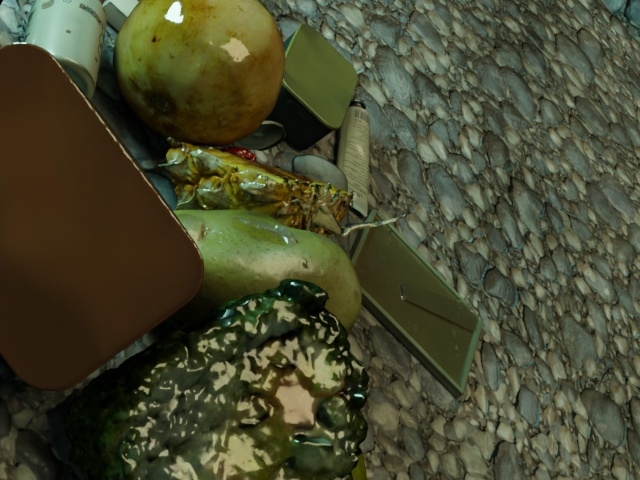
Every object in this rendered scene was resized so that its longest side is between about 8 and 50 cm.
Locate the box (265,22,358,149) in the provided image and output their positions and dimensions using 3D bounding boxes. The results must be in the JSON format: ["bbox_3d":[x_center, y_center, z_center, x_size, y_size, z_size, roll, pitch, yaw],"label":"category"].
[{"bbox_3d":[-0.029,-0.256,2.300,0.144,0.090,0.201,42,36,-19],"label":"box"}]

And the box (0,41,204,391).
[{"bbox_3d":[-0.308,-0.026,1.569,0.339,0.239,0.229,53,-1,-2],"label":"box"}]

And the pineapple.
[{"bbox_3d":[-0.066,-0.028,1.964,0.334,0.158,0.161,18,90,-38],"label":"pineapple"}]

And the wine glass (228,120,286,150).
[{"bbox_3d":[-0.120,-0.237,2.161,0.122,0.122,0.183,13,56,-45],"label":"wine glass"}]

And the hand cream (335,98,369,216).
[{"bbox_3d":[0.058,-0.148,2.360,0.080,0.050,0.234,32,45,-31],"label":"hand cream"}]

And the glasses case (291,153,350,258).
[{"bbox_3d":[0.000,0.000,2.140,0.114,0.060,0.299,33,39,-33],"label":"glasses case"}]

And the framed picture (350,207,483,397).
[{"bbox_3d":[0.159,0.100,2.287,0.289,0.020,0.211,45,35,-14],"label":"framed picture"}]

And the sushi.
[{"bbox_3d":[-0.106,0.234,1.605,0.352,0.178,0.294,-32,96,-27],"label":"sushi"}]

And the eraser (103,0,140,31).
[{"bbox_3d":[-0.254,-0.376,2.173,0.157,0.038,0.230,41,36,-20],"label":"eraser"}]

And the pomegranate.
[{"bbox_3d":[-0.170,-0.275,1.999,0.252,0.229,0.270,25,48,1],"label":"pomegranate"}]

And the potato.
[{"bbox_3d":[-0.111,0.058,1.822,0.351,0.218,0.202,25,81,-28],"label":"potato"}]

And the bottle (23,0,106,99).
[{"bbox_3d":[-0.357,-0.292,1.911,0.110,0.110,0.233,32,39,-30],"label":"bottle"}]

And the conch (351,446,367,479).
[{"bbox_3d":[0.019,0.323,1.883,0.095,0.079,0.200,-4,72,-32],"label":"conch"}]

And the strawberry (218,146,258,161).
[{"bbox_3d":[-0.140,-0.102,2.045,0.096,0.083,0.083,11,53,-41],"label":"strawberry"}]

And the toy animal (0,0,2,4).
[{"bbox_3d":[-0.499,-0.364,1.793,0.218,0.116,0.179,37,36,-35],"label":"toy animal"}]
